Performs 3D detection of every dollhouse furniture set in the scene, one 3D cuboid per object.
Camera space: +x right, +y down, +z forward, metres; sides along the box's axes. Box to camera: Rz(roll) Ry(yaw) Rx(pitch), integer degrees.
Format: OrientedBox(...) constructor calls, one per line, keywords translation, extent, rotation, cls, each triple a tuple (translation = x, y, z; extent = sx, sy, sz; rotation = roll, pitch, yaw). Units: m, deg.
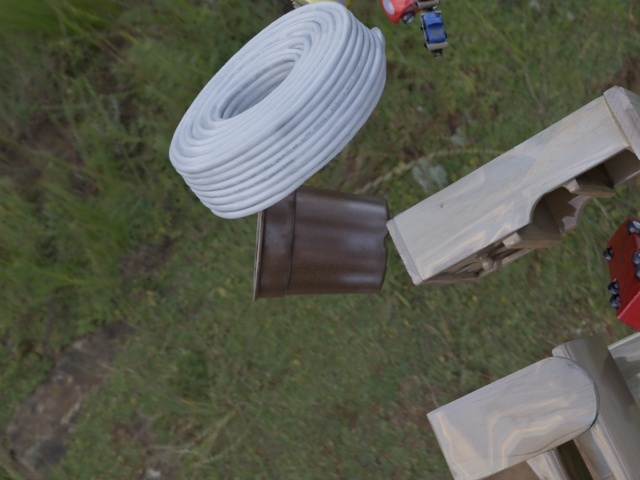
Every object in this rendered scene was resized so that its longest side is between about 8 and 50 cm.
OrientedBox(translation=(0.277, 0.099, 1.006), extent=(0.256, 0.362, 0.394), rotation=(-31, 75, 27), cls="dollhouse furniture set")

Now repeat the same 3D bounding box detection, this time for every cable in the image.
OrientedBox(translation=(-0.045, -0.140, 1.148), extent=(0.257, 0.089, 0.257), rotation=(-35, 27, 14), cls="cable")

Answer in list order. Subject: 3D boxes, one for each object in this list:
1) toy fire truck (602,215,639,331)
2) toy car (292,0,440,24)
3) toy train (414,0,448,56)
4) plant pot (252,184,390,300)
OrientedBox(translation=(0.338, 0.063, 1.016), extent=(0.047, 0.135, 0.192), rotation=(-58, 7, 30), cls="toy fire truck")
OrientedBox(translation=(0.060, -0.299, 1.589), extent=(0.239, 0.053, 0.225), rotation=(2, 75, 9), cls="toy car")
OrientedBox(translation=(0.116, -0.276, 1.203), extent=(0.027, 0.036, 0.158), rotation=(-9, 72, -5), cls="toy train")
OrientedBox(translation=(0.000, 0.000, 1.404), extent=(0.165, 0.167, 0.167), rotation=(3, 65, -4), cls="plant pot")
